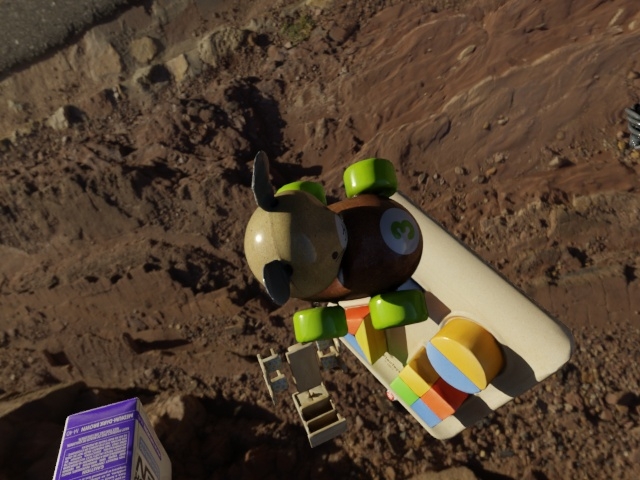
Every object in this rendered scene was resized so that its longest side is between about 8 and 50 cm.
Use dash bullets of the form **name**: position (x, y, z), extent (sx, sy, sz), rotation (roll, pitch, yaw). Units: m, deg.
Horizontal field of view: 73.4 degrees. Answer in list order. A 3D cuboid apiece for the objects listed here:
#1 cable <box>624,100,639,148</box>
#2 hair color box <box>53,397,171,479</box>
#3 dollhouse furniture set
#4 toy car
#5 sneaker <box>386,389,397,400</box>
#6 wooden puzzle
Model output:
- **cable**: position (0.542, -0.159, 0.613), extent (0.184, 0.151, 0.047), rotation (7, 132, 18)
- **hair color box**: position (-0.255, 0.397, 0.527), extent (0.109, 0.339, 0.185), rotation (-12, 125, -10)
- **dollhouse furniture set**: position (-0.024, 0.391, 1.142), extent (0.212, 0.161, 0.242), rotation (-20, 119, -14)
- **toy car**: position (0.000, 0.000, 0.352), extent (0.148, 0.188, 0.155), rotation (-15, 75, 18)
- **sneaker**: position (0.196, 0.370, 1.046), extent (0.075, 0.161, 0.057), rotation (-32, 68, 9)
- **wooden puzzle**: position (0.140, 0.143, 0.665), extent (0.322, 0.080, 0.348), rotation (44, 141, 21)
